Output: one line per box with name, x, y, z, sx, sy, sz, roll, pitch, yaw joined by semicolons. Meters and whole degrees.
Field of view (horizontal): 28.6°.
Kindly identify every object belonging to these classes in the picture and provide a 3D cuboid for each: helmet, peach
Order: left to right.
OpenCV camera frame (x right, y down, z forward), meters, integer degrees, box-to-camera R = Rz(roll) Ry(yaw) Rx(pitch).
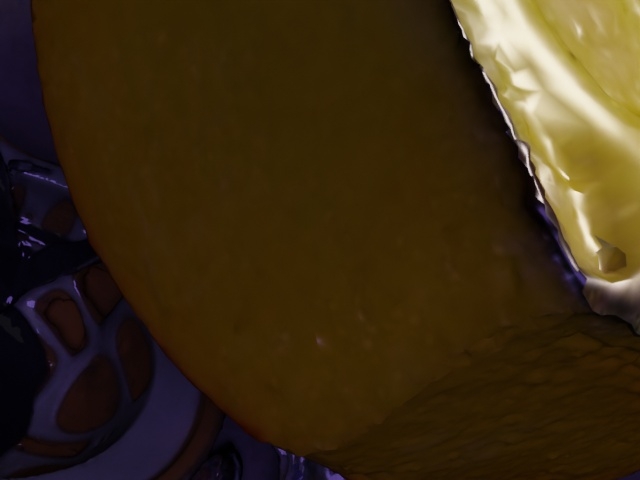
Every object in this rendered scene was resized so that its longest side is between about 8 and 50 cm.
helmet;-0.164;0.054;0.574;0.224;0.130;0.198;40;46;-4
peach;0.069;-0.052;0.550;0.306;0.242;0.380;-25;80;-48

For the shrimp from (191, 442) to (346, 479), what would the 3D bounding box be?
shrimp;-0.023;0.143;0.644;0.126;0.047;0.223;-5;92;5
